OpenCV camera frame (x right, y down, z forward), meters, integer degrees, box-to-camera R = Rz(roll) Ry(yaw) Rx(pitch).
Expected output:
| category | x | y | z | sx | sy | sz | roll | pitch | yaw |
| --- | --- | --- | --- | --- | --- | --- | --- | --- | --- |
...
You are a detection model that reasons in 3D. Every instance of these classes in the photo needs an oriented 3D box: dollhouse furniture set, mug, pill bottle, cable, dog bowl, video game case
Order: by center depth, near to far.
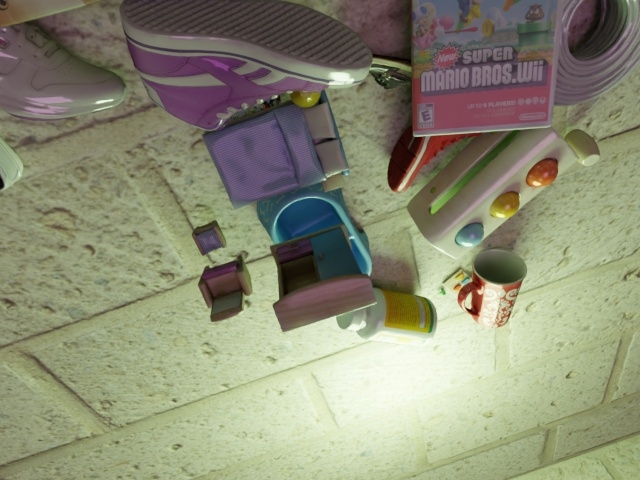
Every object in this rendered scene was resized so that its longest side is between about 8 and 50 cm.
| category | x | y | z | sx | sy | sz | roll | pitch | yaw |
| --- | --- | --- | --- | --- | --- | --- | --- | --- | --- |
| video game case | 0.233 | -0.300 | 0.616 | 0.204 | 0.025 | 0.284 | -2 | 111 | 9 |
| dollhouse furniture set | -0.086 | -0.049 | 0.617 | 0.287 | 0.198 | 0.303 | -18 | 114 | 0 |
| cable | 0.409 | -0.343 | 0.675 | 0.257 | 0.089 | 0.257 | 5 | 124 | -18 |
| dog bowl | 0.000 | 0.000 | 0.830 | 0.166 | 0.074 | 0.297 | -28 | 128 | 6 |
| pill bottle | 0.145 | 0.169 | 0.964 | 0.209 | 0.117 | 0.117 | 12 | 121 | -23 |
| mug | 0.386 | 0.118 | 1.006 | 0.151 | 0.113 | 0.169 | -5 | 132 | 7 |

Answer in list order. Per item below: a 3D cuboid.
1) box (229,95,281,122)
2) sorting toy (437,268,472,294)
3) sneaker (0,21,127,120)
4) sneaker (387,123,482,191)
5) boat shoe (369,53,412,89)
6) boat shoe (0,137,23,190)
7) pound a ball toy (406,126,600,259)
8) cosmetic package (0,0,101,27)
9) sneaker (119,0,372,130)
| category | x | y | z | sx | sy | sz | roll | pitch | yaw |
| --- | --- | --- | --- | --- | --- | --- | --- | --- | --- |
| box | -0.121 | -0.264 | 0.628 | 0.114 | 0.036 | 0.206 | -9 | 127 | -8 |
| sorting toy | 0.320 | 0.109 | 1.032 | 0.062 | 0.012 | 0.083 | 33 | 112 | -32 |
| sneaker | -0.397 | -0.241 | 0.521 | 0.306 | 0.114 | 0.152 | 10 | 124 | -22 |
| sneaker | 0.214 | -0.170 | 0.755 | 0.128 | 0.087 | 0.221 | 13 | 122 | -21 |
| boat shoe | 0.112 | -0.261 | 0.678 | 0.152 | 0.056 | 0.049 | 3 | 119 | -17 |
| boat shoe | -0.503 | -0.146 | 0.596 | 0.066 | 0.063 | 0.184 | -20 | 128 | 0 |
| pound a ball toy | 0.355 | -0.095 | 0.800 | 0.208 | 0.135 | 0.319 | 25 | 121 | -37 |
| cosmetic package | -0.221 | -0.349 | 0.469 | 0.297 | 0.153 | 0.129 | -16 | 130 | -1 |
| sneaker | -0.085 | -0.206 | 0.544 | 0.283 | 0.102 | 0.161 | 8 | 148 | -4 |
